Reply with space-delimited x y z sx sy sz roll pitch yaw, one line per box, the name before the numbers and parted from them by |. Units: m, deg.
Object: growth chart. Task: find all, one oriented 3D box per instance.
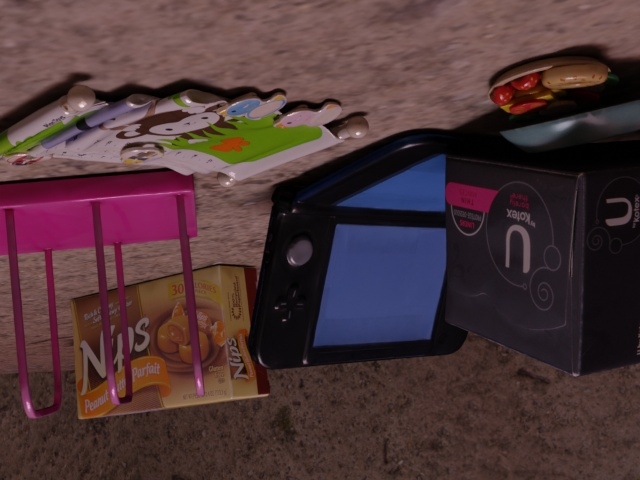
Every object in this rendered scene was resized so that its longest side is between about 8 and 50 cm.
growth chart | -0.097 -0.069 0.630 0.237 0.021 0.172 1 167 -41

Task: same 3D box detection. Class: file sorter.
file sorter | -0.246 0.061 0.805 0.290 0.182 0.202 -5 171 -8

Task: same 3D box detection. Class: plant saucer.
plant saucer | 0.187 -0.081 0.656 0.119 0.021 0.119 -13 -176 1

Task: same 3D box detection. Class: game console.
game console | 0.108 0.019 0.877 0.293 0.250 0.173 2 -166 -39

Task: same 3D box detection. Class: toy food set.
toy food set | 0.153 -0.100 0.615 0.083 0.020 0.082 -12 169 27

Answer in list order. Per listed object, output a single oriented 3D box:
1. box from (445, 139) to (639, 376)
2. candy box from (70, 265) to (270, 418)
box | 0.251 -0.003 0.725 0.270 0.143 0.165 -7 -168 -26
candy box | -0.227 0.153 1.353 0.316 0.183 0.087 -14 167 36
